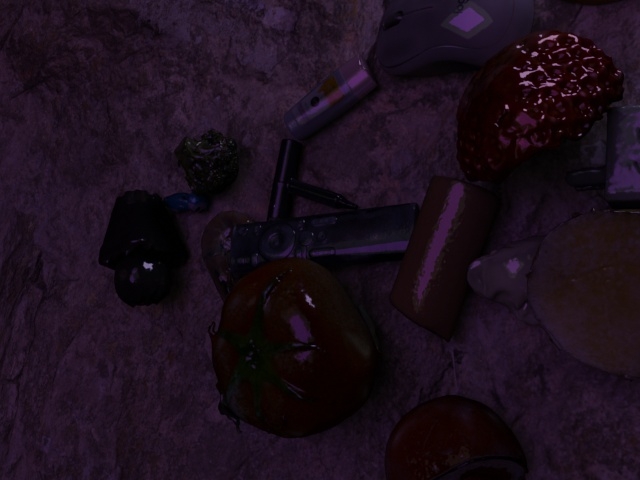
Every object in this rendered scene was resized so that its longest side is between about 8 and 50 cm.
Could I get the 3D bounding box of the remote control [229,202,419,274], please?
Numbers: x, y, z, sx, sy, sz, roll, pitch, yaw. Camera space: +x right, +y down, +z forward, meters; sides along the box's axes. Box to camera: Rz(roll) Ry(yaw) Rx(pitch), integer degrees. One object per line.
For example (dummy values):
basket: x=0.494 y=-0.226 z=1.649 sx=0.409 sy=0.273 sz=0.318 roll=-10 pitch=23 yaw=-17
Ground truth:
remote control: x=0.000 y=0.000 z=1.226 sx=0.377 sy=0.044 sz=0.107 roll=-6 pitch=65 yaw=23

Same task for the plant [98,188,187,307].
plant: x=-0.388 y=0.018 z=1.424 sx=0.141 sy=0.164 sz=0.256 roll=-19 pitch=68 yaw=26

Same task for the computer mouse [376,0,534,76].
computer mouse: x=0.220 y=-0.381 z=1.149 sx=0.296 sy=0.121 sz=0.184 roll=13 pitch=89 yaw=32

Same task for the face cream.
face cream: x=0.018 y=-0.279 z=1.289 sx=0.198 sy=0.057 sz=0.084 roll=-35 pitch=65 yaw=22

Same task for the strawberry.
strawberry: x=0.291 y=-0.204 z=0.948 sx=0.265 sy=0.336 sz=0.149 roll=-30 pitch=99 yaw=28

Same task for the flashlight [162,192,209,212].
flashlight: x=-0.302 y=-0.088 z=1.462 sx=0.129 sy=0.051 sz=0.051 roll=5 pitch=83 yaw=39

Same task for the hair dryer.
hair dryer: x=-0.009 y=-0.112 z=1.286 sx=0.194 sy=0.050 sz=0.173 roll=6 pitch=85 yaw=28

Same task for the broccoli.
broccoli: x=-0.242 y=-0.166 z=1.393 sx=0.146 sy=0.137 sz=0.162 roll=-60 pitch=29 yaw=-2

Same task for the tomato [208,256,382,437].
tomato: x=-0.036 y=0.189 z=1.128 sx=0.303 sy=0.239 sz=0.304 roll=-1 pitch=88 yaw=41

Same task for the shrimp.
shrimp: x=-0.164 y=0.046 z=1.344 sx=0.145 sy=0.059 sz=0.254 roll=-36 pitch=59 yaw=11

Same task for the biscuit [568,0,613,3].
biscuit: x=0.484 y=-0.460 z=1.051 sx=0.220 sy=0.029 sz=0.142 roll=-35 pitch=63 yaw=21

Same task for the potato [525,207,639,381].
potato: x=0.437 y=0.069 z=0.919 sx=0.299 sy=0.116 sz=0.239 roll=15 pitch=104 yaw=10

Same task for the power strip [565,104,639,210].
power strip: x=0.470 y=-0.111 z=0.927 sx=0.224 sy=0.139 sz=0.140 roll=1 pitch=82 yaw=32

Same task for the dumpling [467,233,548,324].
dumpling: x=0.326 y=0.065 z=1.017 sx=0.169 sy=0.100 sz=0.134 roll=-20 pitch=97 yaw=-10

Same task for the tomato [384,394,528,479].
tomato: x=0.196 y=0.325 z=1.015 sx=0.214 sy=0.181 sz=0.155 roll=-30 pitch=48 yaw=16

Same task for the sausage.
sausage: x=0.200 y=0.030 z=1.077 sx=0.123 sy=0.123 sz=0.253 roll=20 pitch=91 yaw=33
